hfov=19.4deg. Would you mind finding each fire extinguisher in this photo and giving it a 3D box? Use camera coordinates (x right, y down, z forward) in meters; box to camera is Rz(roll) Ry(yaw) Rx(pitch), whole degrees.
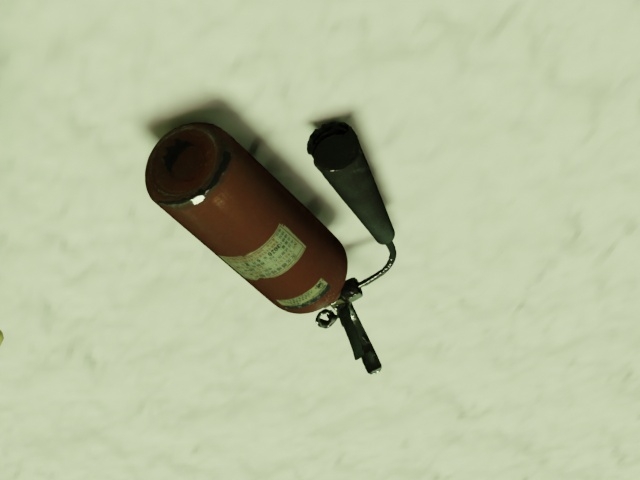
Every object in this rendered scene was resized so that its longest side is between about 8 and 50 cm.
[{"bbox_3d":[-0.002,-0.005,0.478,0.046,0.032,0.100,-48,144,0],"label":"fire extinguisher"}]

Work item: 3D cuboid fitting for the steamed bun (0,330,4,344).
[{"bbox_3d":[-0.187,0.047,0.379,0.232,0.166,0.273,8,131,-9],"label":"steamed bun"}]
